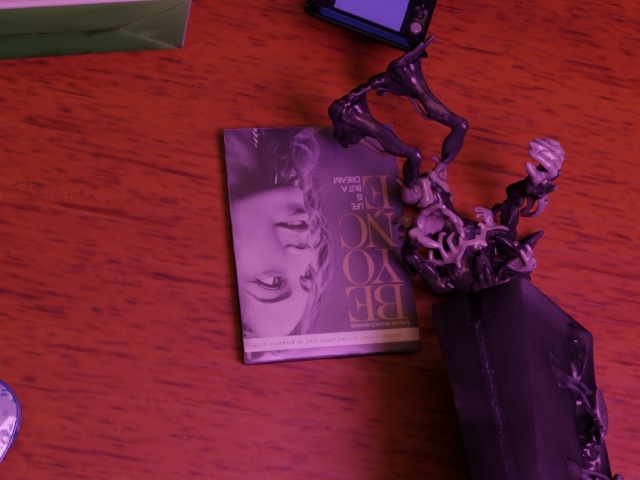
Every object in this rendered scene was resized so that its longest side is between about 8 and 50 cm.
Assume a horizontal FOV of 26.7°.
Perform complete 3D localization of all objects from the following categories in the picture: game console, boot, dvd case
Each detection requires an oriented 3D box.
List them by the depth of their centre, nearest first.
[{"bbox_3d":[0.215,0.298,1.119,0.146,0.367,0.445,-17,53,10],"label":"boot"},{"bbox_3d":[0.000,0.000,1.243,0.165,0.018,0.221,-3,75,-13],"label":"dvd case"},{"bbox_3d":[0.052,-0.227,1.290,0.122,0.071,0.107,20,72,-6],"label":"game console"}]

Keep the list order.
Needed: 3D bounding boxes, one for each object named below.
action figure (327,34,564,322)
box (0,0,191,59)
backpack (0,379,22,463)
[{"bbox_3d":[0.126,-0.036,1.208,0.164,0.141,0.275,-37,94,-26],"label":"action figure"},{"bbox_3d":[-0.261,-0.290,1.215,0.262,0.127,0.231,-5,78,-12],"label":"box"},{"bbox_3d":[-0.305,0.145,1.103,0.114,0.084,0.105,27,73,-6],"label":"backpack"}]
